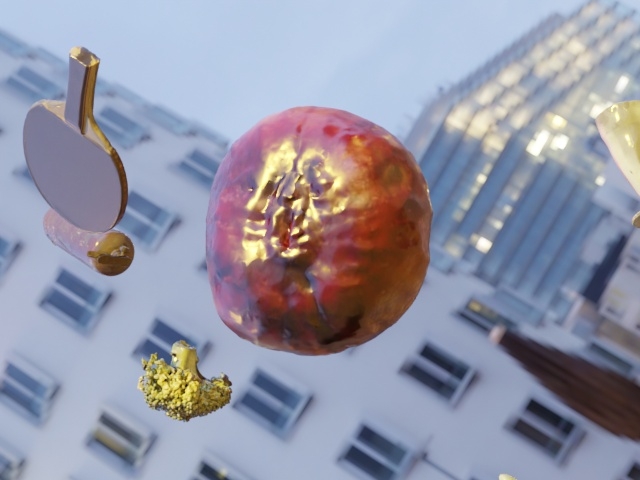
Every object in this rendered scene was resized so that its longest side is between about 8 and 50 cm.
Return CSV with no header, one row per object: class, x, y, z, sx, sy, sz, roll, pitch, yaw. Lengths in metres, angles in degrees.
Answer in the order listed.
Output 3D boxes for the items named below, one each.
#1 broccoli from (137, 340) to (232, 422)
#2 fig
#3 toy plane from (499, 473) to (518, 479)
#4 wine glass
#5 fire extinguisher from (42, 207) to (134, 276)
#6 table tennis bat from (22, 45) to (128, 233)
broccoli,-0.150,0.158,1.701,0.095,0.097,0.092,63,-147,-79
fig,-0.006,-0.003,1.385,0.224,0.224,0.263,-52,6,-20
toy plane,0.241,0.302,1.764,0.033,0.083,0.080,-18,-33,-46
wine glass,0.400,-0.096,1.908,0.073,0.073,0.155,90,170,-64
fire extinguisher,-0.345,0.002,2.254,0.089,0.268,0.072,14,-83,-33
table tennis bat,-0.167,-0.067,1.034,0.014,0.095,0.158,-39,-24,-38
